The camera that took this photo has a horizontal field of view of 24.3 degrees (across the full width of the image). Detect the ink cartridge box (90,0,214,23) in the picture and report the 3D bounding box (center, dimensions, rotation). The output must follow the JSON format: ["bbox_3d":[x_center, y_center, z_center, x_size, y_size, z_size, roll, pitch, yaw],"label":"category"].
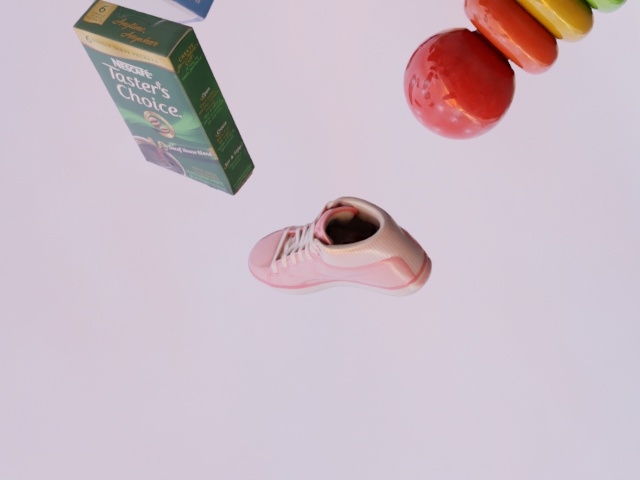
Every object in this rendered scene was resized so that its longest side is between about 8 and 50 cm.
[{"bbox_3d":[-0.160,-0.468,1.789,0.166,0.285,0.395,27,-94,-21],"label":"ink cartridge box"}]

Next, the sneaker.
[{"bbox_3d":[0.000,0.000,0.951,0.070,0.134,0.051,48,-126,-46],"label":"sneaker"}]

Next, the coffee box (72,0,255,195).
[{"bbox_3d":[-0.134,-0.123,1.298,0.040,0.113,0.184,-54,-33,-23],"label":"coffee box"}]

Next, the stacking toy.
[{"bbox_3d":[0.194,-0.209,1.158,0.141,0.330,0.141,39,-167,-11],"label":"stacking toy"}]
